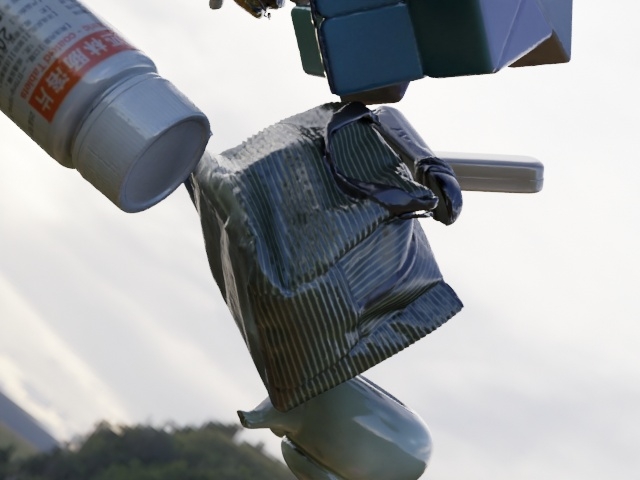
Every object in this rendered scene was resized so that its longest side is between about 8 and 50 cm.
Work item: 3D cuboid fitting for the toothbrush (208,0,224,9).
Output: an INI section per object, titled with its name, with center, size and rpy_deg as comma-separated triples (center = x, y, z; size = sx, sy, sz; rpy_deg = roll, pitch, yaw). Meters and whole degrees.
[toothbrush]
center = -0.094, -0.311, 1.446
size = 0.257, 0.018, 0.024
rpy_deg = 115, -44, -64

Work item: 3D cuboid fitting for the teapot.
[teapot]
center = 0.029, 0.241, 1.755
size = 0.220, 0.149, 0.318
rpy_deg = 35, -2, 9

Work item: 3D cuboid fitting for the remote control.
[remote control]
center = 0.127, -0.105, 1.866
size = 0.266, 0.066, 0.090
rpy_deg = 49, -16, 52

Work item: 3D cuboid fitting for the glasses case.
[glasses case]
center = 0.228, -0.100, 2.050
size = 0.196, 0.050, 0.083
rpy_deg = 3, 12, -3

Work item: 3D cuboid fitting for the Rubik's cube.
[Rubik's cube]
center = 0.115, -0.357, 1.640
size = 0.358, 0.368, 0.387
rpy_deg = 1, -69, 34

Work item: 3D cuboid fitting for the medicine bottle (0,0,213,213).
[medicine bottle]
center = -0.237, -0.149, 1.386
size = 0.252, 0.144, 0.144
rpy_deg = 43, -15, 15

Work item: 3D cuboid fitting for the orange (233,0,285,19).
[orange]
center = -0.094, -0.405, 2.078
size = 0.112, 0.160, 0.170
rpy_deg = 10, -10, 2

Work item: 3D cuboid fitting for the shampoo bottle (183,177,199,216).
[shampoo bottle]
center = -0.130, -0.027, 1.853
size = 0.087, 0.050, 0.183
rpy_deg = -101, 167, -65

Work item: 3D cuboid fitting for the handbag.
[handbag]
center = 0.000, 0.000, 1.563
size = 0.341, 0.240, 0.247
rpy_deg = -120, -166, -57
